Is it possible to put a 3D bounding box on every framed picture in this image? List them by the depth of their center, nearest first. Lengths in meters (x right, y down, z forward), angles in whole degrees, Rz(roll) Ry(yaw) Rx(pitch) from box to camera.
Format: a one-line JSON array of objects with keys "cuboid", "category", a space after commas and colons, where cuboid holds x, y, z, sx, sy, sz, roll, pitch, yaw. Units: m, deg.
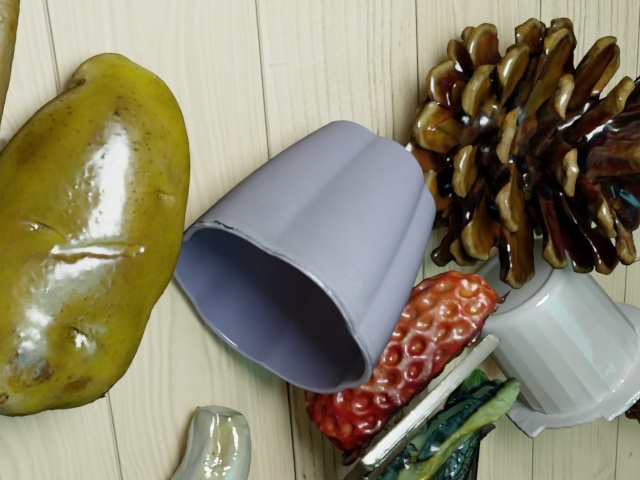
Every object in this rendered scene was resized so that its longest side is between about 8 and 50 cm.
[{"cuboid": [0.116, 0.245, 1.185, 0.232, 0.024, 0.315, -40, 168, -21], "category": "framed picture"}]

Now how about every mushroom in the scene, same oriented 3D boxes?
[{"cuboid": [-0.189, 0.360, 1.074, 0.123, 0.095, 0.351, 37, 77, -21], "category": "mushroom"}]

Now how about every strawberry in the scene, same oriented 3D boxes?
[{"cuboid": [0.081, 0.144, 1.133, 0.253, 0.150, 0.280, -39, 165, -25], "category": "strawberry"}]

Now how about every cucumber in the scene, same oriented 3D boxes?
[{"cuboid": [0.208, 0.313, 1.381, 0.074, 0.074, 0.241, 21, 89, -40], "category": "cucumber"}]

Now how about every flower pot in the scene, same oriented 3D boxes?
[{"cuboid": [0.000, 0.000, 1.024, 0.243, 0.265, 0.265, -53, 129, -29], "category": "flower pot"}]

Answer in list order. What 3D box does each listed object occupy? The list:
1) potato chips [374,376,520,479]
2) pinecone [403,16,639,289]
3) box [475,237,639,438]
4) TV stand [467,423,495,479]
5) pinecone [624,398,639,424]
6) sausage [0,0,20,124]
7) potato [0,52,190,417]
[{"cuboid": [0.100, 0.333, 1.164, 0.429, 0.070, 0.358, -36, 161, -44], "category": "potato chips"}, {"cuboid": [0.303, -0.098, 1.139, 0.385, 0.384, 0.384, -12, 110, -35], "category": "pinecone"}, {"cuboid": [0.351, 0.122, 1.314, 0.206, 0.291, 0.262, 47, 49, -22], "category": "box"}, {"cuboid": [0.249, 0.419, 1.467, 0.049, 0.040, 0.256, -8, 108, -37], "category": "TV stand"}, {"cuboid": [0.600, 0.227, 1.601, 0.208, 0.208, 0.207, -12, 110, -35], "category": "pinecone"}, {"cuboid": [-0.318, -0.061, 0.710, 0.123, 0.136, 0.500, 50, 31, -59], "category": "sausage"}, {"cuboid": [-0.243, -0.006, 0.891, 0.176, 0.196, 0.369, 76, 34, -79], "category": "potato"}]
